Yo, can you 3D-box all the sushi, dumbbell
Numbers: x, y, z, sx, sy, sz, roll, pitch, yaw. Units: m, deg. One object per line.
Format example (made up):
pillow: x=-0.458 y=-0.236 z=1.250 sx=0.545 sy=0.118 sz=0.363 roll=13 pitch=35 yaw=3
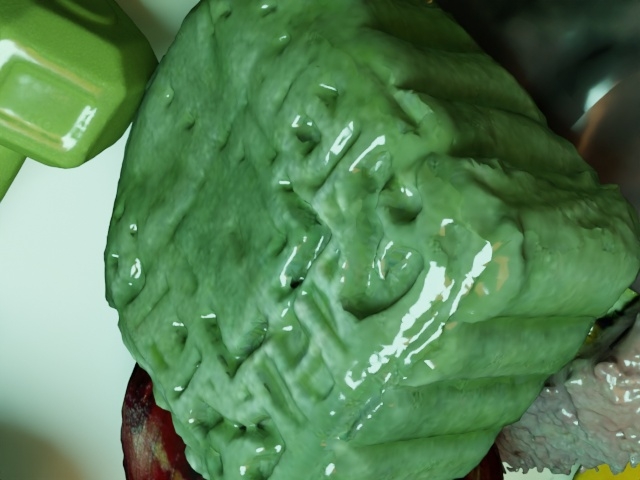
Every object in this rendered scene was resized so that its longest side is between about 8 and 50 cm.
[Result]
sushi: x=0.194 y=0.075 z=0.723 sx=0.107 sy=0.241 sz=0.161 roll=50 pitch=59 yaw=-6
dumbbell: x=-0.207 y=-0.013 z=0.552 sx=0.121 sy=0.108 sz=0.302 roll=25 pitch=115 yaw=-30

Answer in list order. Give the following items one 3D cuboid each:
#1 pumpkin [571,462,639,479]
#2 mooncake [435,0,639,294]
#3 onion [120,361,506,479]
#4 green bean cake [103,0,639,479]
pumpkin: x=0.313 y=0.222 z=0.884 sx=0.169 sy=0.148 sz=0.312 roll=17 pitch=124 yaw=22
mooncake: x=0.249 y=-0.136 z=0.525 sx=0.351 sy=0.212 sz=0.381 roll=13 pitch=119 yaw=-22
onion: x=-0.010 y=0.147 z=0.657 sx=0.281 sy=0.221 sz=0.281 roll=-9 pitch=113 yaw=-22
green bean cake: x=0.000 y=0.000 z=0.468 sx=0.125 sy=0.227 sz=0.222 roll=4 pitch=130 yaw=-40
